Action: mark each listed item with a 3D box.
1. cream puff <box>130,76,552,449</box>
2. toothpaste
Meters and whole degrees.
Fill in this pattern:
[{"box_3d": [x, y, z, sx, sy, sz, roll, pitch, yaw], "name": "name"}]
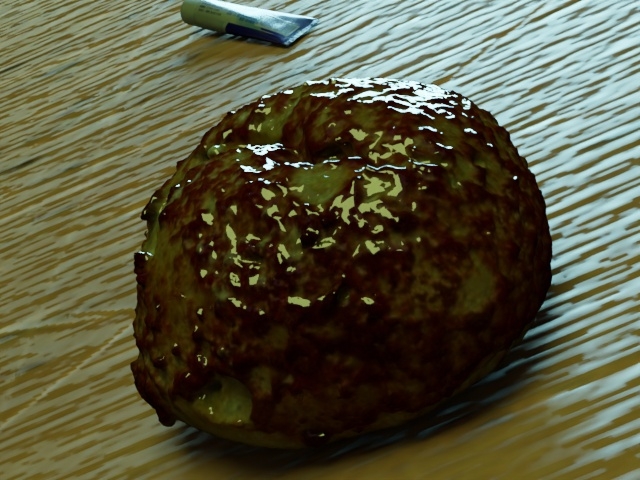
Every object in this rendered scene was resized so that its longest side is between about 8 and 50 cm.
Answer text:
[{"box_3d": [0.000, 0.000, 0.519, 0.149, 0.084, 0.149, -20, 27, 11], "name": "cream puff"}, {"box_3d": [-0.037, -0.107, 0.797, 0.083, 0.015, 0.024, 16, 47, 42], "name": "toothpaste"}]
